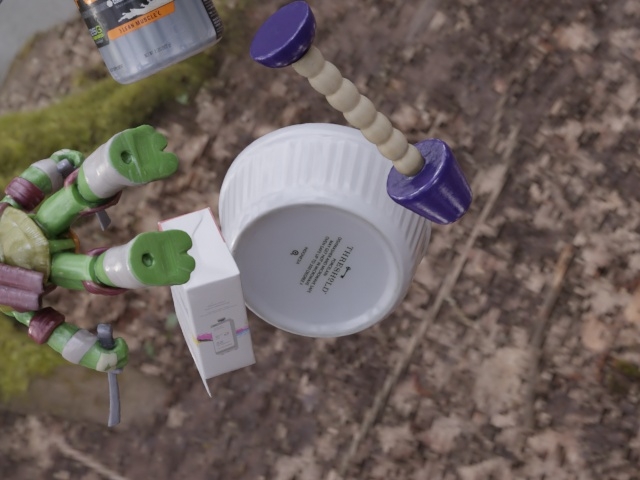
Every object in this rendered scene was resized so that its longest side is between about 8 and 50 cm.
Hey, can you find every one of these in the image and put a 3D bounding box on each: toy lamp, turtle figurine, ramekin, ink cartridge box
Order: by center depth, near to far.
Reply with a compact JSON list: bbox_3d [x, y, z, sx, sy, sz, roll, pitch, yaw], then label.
[{"bbox_3d":[-0.199,0.007,1.302,0.266,0.274,0.198,-21,45,44],"label":"turtle figurine"},{"bbox_3d":[0.048,-0.112,1.370,0.080,0.274,0.080,-31,34,23],"label":"toy lamp"},{"bbox_3d":[-0.127,0.075,1.656,0.067,0.198,0.115,-17,48,-11],"label":"ink cartridge box"},{"bbox_3d":[0.000,0.000,1.773,0.273,0.273,0.127,-36,25,30],"label":"ramekin"}]

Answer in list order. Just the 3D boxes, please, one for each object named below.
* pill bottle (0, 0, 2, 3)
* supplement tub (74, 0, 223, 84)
[{"bbox_3d":[-0.452,-0.248,1.621,0.221,0.124,0.124,-47,45,17],"label":"pill bottle"},{"bbox_3d":[-0.294,-0.415,2.206,0.193,0.193,0.316,-16,105,41],"label":"supplement tub"}]
